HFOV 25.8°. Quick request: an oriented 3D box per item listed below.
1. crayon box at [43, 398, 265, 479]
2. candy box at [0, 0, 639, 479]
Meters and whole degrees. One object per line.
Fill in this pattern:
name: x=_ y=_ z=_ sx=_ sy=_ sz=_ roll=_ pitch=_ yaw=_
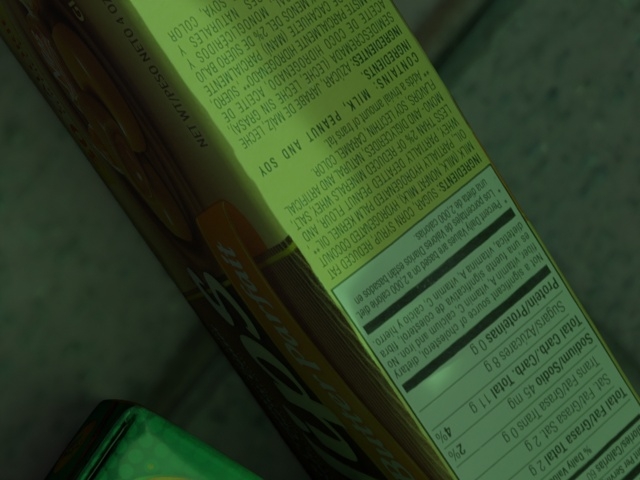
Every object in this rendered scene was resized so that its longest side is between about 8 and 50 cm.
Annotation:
crayon box: x=0.015 y=0.167 z=0.542 sx=0.278 sy=0.165 sz=0.081 roll=34 pitch=78 yaw=-7
candy box: x=0.000 y=0.000 z=0.551 sx=0.087 sy=0.183 sz=0.316 roll=-39 pitch=104 yaw=-17
